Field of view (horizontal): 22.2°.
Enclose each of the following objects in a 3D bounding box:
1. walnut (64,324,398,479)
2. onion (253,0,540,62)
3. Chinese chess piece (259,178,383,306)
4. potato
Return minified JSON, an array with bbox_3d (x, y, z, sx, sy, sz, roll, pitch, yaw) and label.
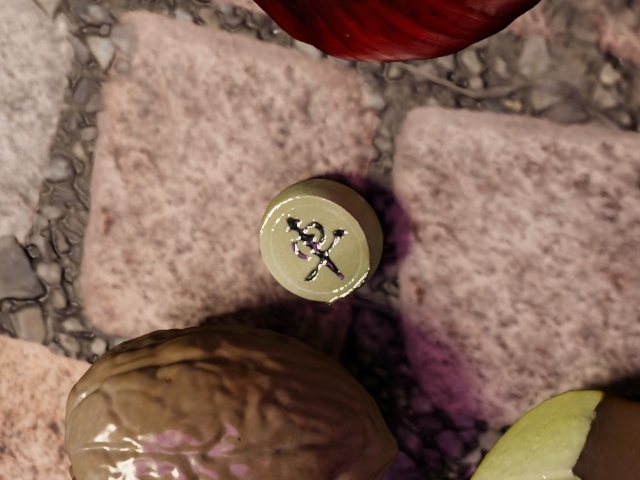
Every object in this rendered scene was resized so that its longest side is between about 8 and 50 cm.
[{"bbox_3d":[-0.062,0.140,1.107,0.230,0.178,0.178,0,116,7],"label":"walnut"},{"bbox_3d":[0.018,-0.225,0.829,0.273,0.285,0.273,-2,88,45],"label":"onion"},{"bbox_3d":[0.000,0.000,1.084,0.084,0.034,0.084,8,117,17],"label":"Chinese chess piece"},{"bbox_3d":[0.193,0.163,1.091,0.149,0.081,0.120,37,154,-20],"label":"potato"}]
